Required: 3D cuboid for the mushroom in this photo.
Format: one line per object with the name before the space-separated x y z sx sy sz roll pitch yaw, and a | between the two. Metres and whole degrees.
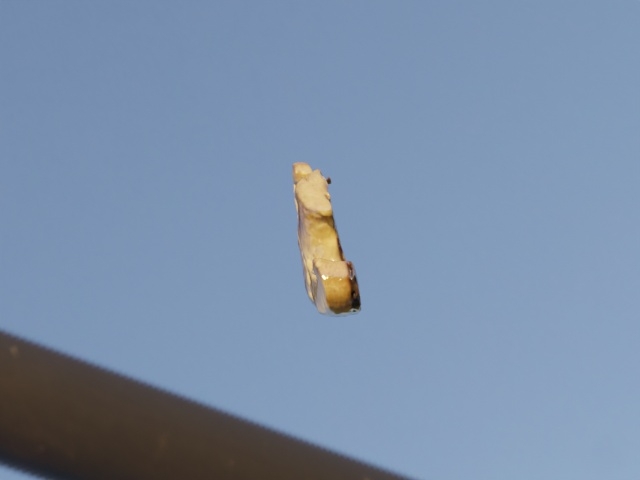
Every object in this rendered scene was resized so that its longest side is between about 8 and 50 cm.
mushroom | 0.000 0.000 0.692 0.019 0.101 0.049 -8 -58 -7
